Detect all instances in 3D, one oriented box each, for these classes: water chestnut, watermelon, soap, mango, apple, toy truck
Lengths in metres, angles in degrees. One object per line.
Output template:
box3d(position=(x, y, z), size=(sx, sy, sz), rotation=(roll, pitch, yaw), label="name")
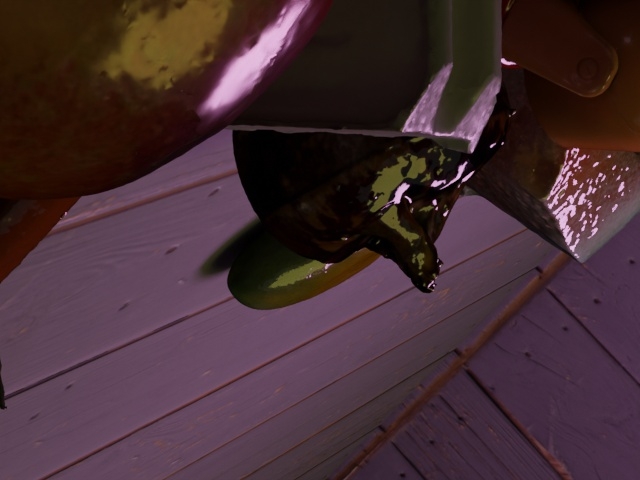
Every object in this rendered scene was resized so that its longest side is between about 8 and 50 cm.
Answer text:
box3d(position=(0.043, -0.071, 1.364), size=(0.223, 0.238, 0.224), rotation=(-31, 174, -4), label="water chestnut")
box3d(position=(0.171, -0.101, 1.670), size=(0.151, 0.264, 0.302), rotation=(-57, 155, 10), label="watermelon")
box3d(position=(-0.022, -0.207, 1.112), size=(0.159, 0.257, 0.302), rotation=(-13, 105, -65), label="soap")
box3d(position=(0.001, 0.002, 1.821), size=(0.237, 0.091, 0.137), rotation=(-32, 160, -16), label="mango")
box3d(position=(-0.098, -0.110, 0.780), size=(0.293, 0.163, 0.251), rotation=(-28, 178, -25), label="apple")
box3d(position=(0.201, -0.206, 1.247), size=(0.189, 0.239, 0.265), rotation=(-12, 135, -56), label="toy truck")

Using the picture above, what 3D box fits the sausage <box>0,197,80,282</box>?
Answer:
box3d(position=(-0.208, -0.025, 1.046), size=(0.330, 0.102, 0.102), rotation=(-45, 168, 14), label="sausage")

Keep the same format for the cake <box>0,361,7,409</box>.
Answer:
box3d(position=(-0.339, 0.033, 0.946), size=(0.283, 0.172, 0.158), rotation=(-11, 171, 20), label="cake")
